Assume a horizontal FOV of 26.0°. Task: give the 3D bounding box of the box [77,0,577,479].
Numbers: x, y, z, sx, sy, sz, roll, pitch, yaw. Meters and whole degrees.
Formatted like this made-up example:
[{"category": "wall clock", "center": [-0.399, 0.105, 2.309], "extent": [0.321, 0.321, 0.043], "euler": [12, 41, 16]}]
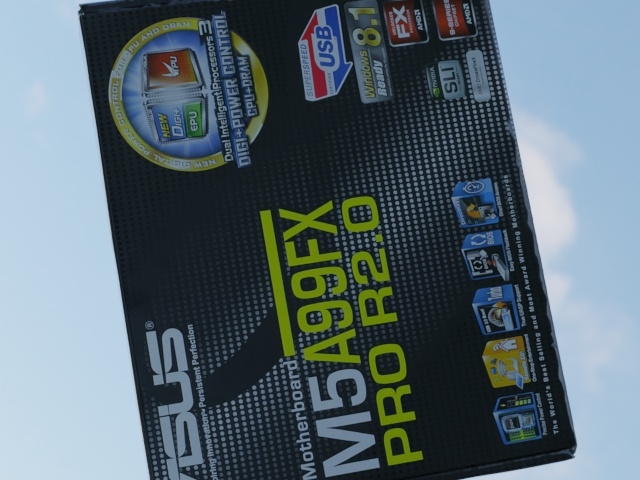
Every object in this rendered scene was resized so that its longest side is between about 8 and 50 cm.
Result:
[{"category": "box", "center": [0.000, 0.000, 0.723], "extent": [0.060, 0.216, 0.270], "euler": [132, -50, -76]}]
